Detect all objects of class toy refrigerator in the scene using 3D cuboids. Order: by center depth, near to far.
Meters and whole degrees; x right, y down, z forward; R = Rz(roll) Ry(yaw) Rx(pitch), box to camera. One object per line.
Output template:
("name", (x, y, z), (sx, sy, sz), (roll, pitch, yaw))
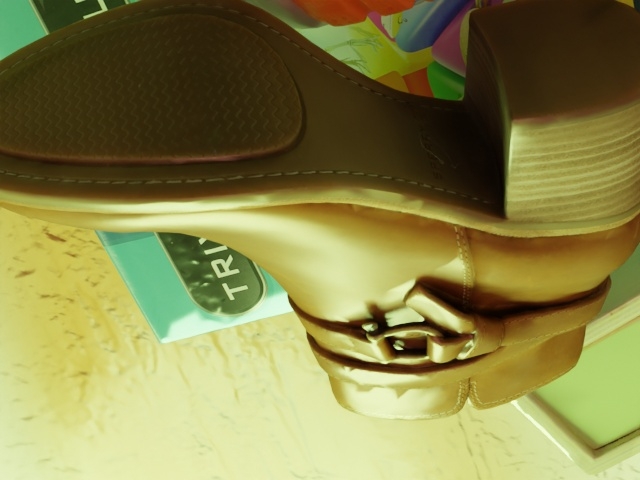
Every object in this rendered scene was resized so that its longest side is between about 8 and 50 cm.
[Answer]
("toy refrigerator", (0.224, 0.016, 0.616), (0.269, 0.094, 0.102), (-34, 117, 24))

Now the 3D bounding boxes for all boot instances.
("boot", (0.000, 0.000, 0.503), (0.283, 0.109, 0.220), (-9, 144, -3))

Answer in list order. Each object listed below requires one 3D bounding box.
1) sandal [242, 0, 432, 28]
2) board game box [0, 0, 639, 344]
("sandal", (0.050, -0.147, 0.416), (0.265, 0.076, 0.102), (-7, 152, 22))
("board game box", (0.028, -0.099, 0.550), (0.335, 0.079, 0.254), (-15, 124, 13))
